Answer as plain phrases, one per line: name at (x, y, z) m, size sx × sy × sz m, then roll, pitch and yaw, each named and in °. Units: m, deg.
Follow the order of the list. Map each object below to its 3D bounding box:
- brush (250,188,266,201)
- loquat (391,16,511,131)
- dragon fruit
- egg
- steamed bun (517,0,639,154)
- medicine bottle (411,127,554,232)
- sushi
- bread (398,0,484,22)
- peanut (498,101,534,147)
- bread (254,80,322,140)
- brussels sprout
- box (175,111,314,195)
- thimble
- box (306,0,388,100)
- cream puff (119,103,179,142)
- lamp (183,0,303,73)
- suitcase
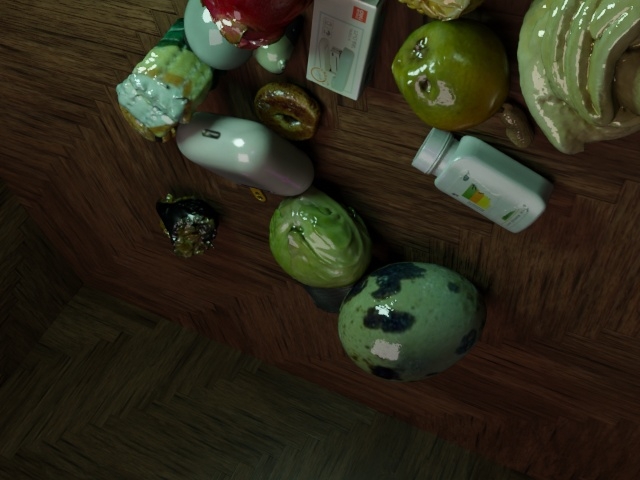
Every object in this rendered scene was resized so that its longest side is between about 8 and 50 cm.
brush at (-0.237, -0.214, 1.986) m, size 0.103 × 0.013 × 0.272 m, roll 8°, pitch 145°, yaw 35°
loquat at (0.261, -0.302, 1.200) m, size 0.246 × 0.213 × 0.213 m, roll 20°, pitch 160°, yaw -32°
dragon fruit at (-0.114, -0.503, 1.160) m, size 0.250 × 0.250 × 0.315 m, roll 40°, pitch 128°, yaw -17°
egg at (0.262, 0.232, 1.855) m, size 0.428 × 0.345 × 0.345 m, roll -9°, pitch 139°, yaw 12°
steamed bun at (0.474, -0.286, 0.992) m, size 0.325 × 0.230 × 0.372 m, roll 38°, pitch 149°, yaw -19°
medicine bottle at (0.357, -0.141, 1.443) m, size 0.296 × 0.111 × 0.161 m, roll 32°, pitch 151°, yaw -1°
sushi at (-0.477, -0.065, 2.283) m, size 0.213 × 0.204 × 0.200 m, roll 1°, pitch 129°, yaw -21°
bread at (0.184, -0.470, 1.057) m, size 0.240 × 0.139 × 0.240 m, roll 25°, pitch 150°, yaw 16°
peanut at (0.400, -0.237, 1.315) m, size 0.054 × 0.054 × 0.113 m, roll -4°, pitch 134°, yaw 46°
bread at (-0.081, -0.327, 1.615) m, size 0.193 × 0.064 × 0.193 m, roll 19°, pitch 152°, yaw 11°
brussels sprout at (0.000, 0.000, 1.874) m, size 0.328 × 0.247 × 0.328 m, roll 15°, pitch 133°, yaw 17°
box at (-0.191, -0.223, 1.691) m, size 0.289 × 0.141 × 0.349 m, roll 15°, pitch 176°, yaw 26°
thimble at (-0.354, -0.386, 1.539) m, size 0.254 × 0.288 × 0.167 m, roll -37°, pitch 115°, yaw 28°
box at (0.050, -0.423, 1.317) m, size 0.135 × 0.079 × 0.269 m, roll 26°, pitch 151°, yaw 8°
cream puff at (-0.479, -0.370, 1.845) m, size 0.189 × 0.129 × 0.189 m, roll 34°, pitch 161°, yaw 14°
lamp at (-0.172, -0.454, 1.388) m, size 0.244 × 0.197 × 0.198 m, roll 20°, pitch 153°, yaw -13°
suitcase at (0.079, 0.148, 2.137) m, size 0.312 × 0.128 × 0.202 m, roll 1°, pitch 140°, yaw 42°
